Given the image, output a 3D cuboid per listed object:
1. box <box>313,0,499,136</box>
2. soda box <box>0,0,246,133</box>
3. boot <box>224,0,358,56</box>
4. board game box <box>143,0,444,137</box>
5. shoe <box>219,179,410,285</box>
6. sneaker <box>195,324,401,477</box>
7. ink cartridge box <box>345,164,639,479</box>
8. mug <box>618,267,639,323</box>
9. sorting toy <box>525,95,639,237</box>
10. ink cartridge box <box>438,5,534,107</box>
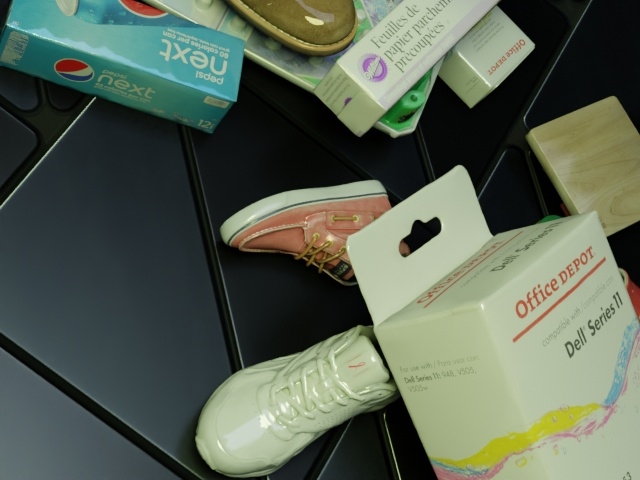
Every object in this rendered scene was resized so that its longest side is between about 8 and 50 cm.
[{"bbox_3d":[0.122,-0.223,1.198,0.063,0.067,0.324,45,60,0],"label":"box"},{"bbox_3d":[-0.178,-0.169,1.141,0.210,0.067,0.071,17,61,-19],"label":"soda box"},{"bbox_3d":[-0.059,-0.304,1.134,0.112,0.115,0.305,-30,84,-29],"label":"boot"},{"bbox_3d":[-0.011,-0.348,1.262,0.390,0.050,0.390,28,62,-8],"label":"board game box"},{"bbox_3d":[0.000,0.000,1.152,0.178,0.063,0.081,-12,68,-34],"label":"shoe"},{"bbox_3d":[0.000,0.118,1.067,0.232,0.115,0.090,-26,81,-33],"label":"sneaker"},{"bbox_3d":[0.179,0.113,1.074,0.207,0.119,0.353,-33,103,-46],"label":"ink cartridge box"},{"bbox_3d":[0.323,0.108,1.235,0.169,0.113,0.150,38,58,-10],"label":"mug"},{"bbox_3d":[0.293,-0.072,1.338,0.274,0.046,0.132,-23,79,-32],"label":"sorting toy"},{"bbox_3d":[0.150,-0.212,1.329,0.122,0.052,0.088,45,58,1],"label":"ink cartridge box"}]
